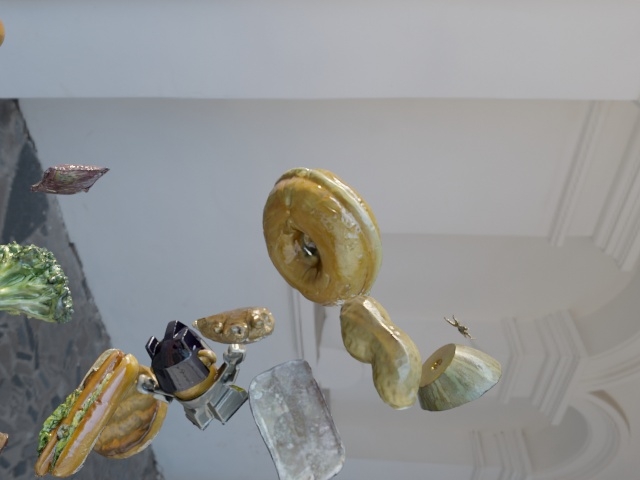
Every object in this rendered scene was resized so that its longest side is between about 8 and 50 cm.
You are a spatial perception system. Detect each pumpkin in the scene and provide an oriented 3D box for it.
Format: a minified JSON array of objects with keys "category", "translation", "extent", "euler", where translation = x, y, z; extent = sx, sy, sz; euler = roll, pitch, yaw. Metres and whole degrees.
[{"category":"pumpkin","translation":[0.308,0.310,1.193],"extent":[0.110,0.217,0.217],"euler":[56,9,-6]}]

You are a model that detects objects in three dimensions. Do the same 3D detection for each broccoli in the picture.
[{"category":"broccoli","translation":[-0.847,0.143,1.408],"extent":[0.245,0.288,0.248],"euler":[-30,122,-43]}]

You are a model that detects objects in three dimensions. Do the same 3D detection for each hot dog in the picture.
[{"category":"hot dog","translation":[-0.586,0.427,1.248],"extent":[0.338,0.135,0.100],"euler":[-62,148,-26]}]

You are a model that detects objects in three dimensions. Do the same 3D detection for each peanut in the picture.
[{"category":"peanut","translation":[0.108,0.193,0.903],"extent":[0.229,0.098,0.103],"euler":[53,-41,39]}]

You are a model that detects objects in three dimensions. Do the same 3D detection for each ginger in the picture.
[{"category":"ginger","translation":[-0.285,0.290,1.661],"extent":[0.219,0.269,0.123],"euler":[180,-102,-85]}]

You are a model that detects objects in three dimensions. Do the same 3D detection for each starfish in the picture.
[{"category":"starfish","translation":[0.348,0.219,1.254],"extent":[0.016,0.092,0.086],"euler":[-46,148,-17]}]

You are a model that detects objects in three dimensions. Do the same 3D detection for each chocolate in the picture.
[{"category":"chocolate","translation":[-0.065,0.466,1.270],"extent":[0.100,0.185,0.304],"euler":[111,-42,-66]}]

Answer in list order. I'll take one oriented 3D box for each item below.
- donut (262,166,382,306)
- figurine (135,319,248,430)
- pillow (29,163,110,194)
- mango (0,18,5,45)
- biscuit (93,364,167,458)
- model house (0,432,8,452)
[{"category":"donut","translation":[0.000,0.000,1.459],"extent":[0.198,0.448,0.449],"euler":[-34,137,-35]},{"category":"figurine","translation":[-0.319,0.341,1.267],"extent":[0.143,0.308,0.309],"euler":[-129,-146,-59]},{"category":"pillow","translation":[-0.490,-0.120,0.976],"extent":[0.184,0.118,0.043],"euler":[-16,-97,49]},{"category":"mango","translation":[-0.879,-0.541,1.290],"extent":[0.165,0.089,0.115],"euler":[-97,171,-52]},{"category":"biscuit","translation":[-0.567,0.531,1.505],"extent":[0.274,0.213,0.091],"euler":[-47,148,-10]},{"category":"model house","translation":[-0.645,0.360,0.801],"extent":[0.172,0.166,0.183],"euler":[109,-5,-55]}]
